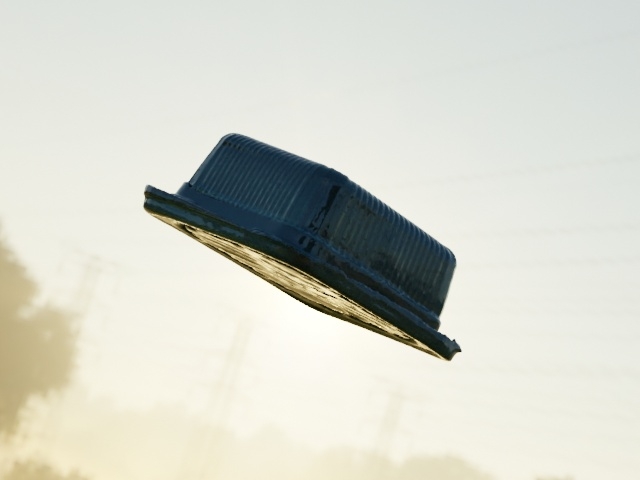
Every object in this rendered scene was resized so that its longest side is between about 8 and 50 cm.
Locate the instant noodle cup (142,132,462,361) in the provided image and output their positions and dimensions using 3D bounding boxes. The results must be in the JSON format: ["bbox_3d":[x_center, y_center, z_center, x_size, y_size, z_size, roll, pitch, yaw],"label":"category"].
[{"bbox_3d":[0.000,0.000,1.062,0.157,0.070,0.179,22,-9,47],"label":"instant noodle cup"}]
